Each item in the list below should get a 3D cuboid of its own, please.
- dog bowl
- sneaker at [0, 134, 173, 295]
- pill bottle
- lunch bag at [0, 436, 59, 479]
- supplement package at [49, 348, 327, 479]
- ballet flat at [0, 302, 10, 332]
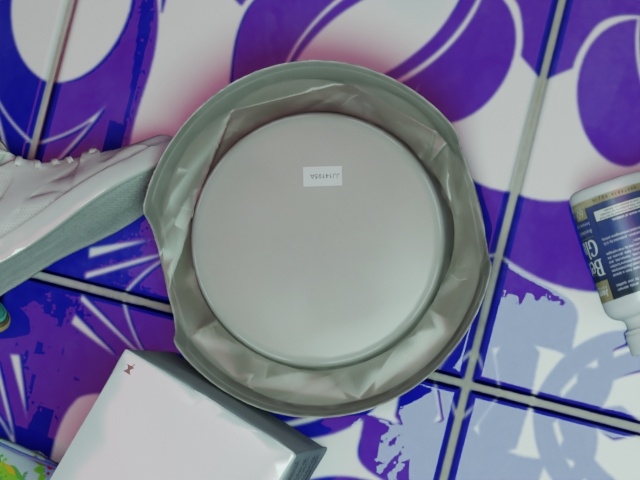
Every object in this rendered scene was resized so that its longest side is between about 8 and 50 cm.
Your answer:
[{"bbox_3d":[0.000,0.000,1.916,0.349,0.102,0.348,0,87,5],"label":"dog bowl"},{"bbox_3d":[-0.289,-0.068,1.964,0.292,0.108,0.169,-29,67,-9],"label":"sneaker"},{"bbox_3d":[0.311,0.023,1.878,0.094,0.094,0.169,-18,84,7],"label":"pill bottle"},{"bbox_3d":[-0.340,0.308,1.942,0.176,0.090,0.219,21,79,8],"label":"lunch bag"},{"bbox_3d":[-0.124,0.217,1.874,0.194,0.203,0.149,31,91,9],"label":"supplement package"},{"bbox_3d":[-0.429,0.062,2.004,0.232,0.080,0.073,24,118,11],"label":"ballet flat"}]
